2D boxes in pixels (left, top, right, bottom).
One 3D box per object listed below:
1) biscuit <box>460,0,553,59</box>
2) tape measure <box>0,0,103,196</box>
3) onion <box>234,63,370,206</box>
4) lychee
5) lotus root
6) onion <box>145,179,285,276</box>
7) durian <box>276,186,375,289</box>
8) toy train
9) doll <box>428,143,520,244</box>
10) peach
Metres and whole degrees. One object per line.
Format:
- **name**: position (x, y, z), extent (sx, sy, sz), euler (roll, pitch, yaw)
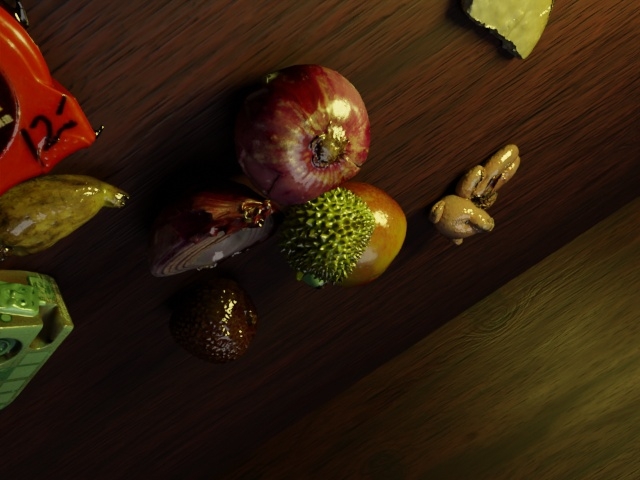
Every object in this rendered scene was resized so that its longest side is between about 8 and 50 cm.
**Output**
- **biscuit**: position (0.347, -0.421, 0.768), extent (0.290, 0.038, 0.141), euler (5, 133, -45)
- **tape measure**: position (-0.370, -0.135, 0.401), extent (0.253, 0.114, 0.260), euler (-45, 156, -25)
- **onion**: position (-0.030, -0.169, 0.664), extent (0.207, 0.200, 0.200), euler (-16, 149, 7)
- **lychee**: position (-0.227, 0.178, 0.962), extent (0.194, 0.194, 0.194), euler (-23, 148, -16)
- **lotus root**: position (-0.372, -0.046, 0.612), extent (0.191, 0.094, 0.108), euler (-31, -177, -22)
- **onion**: position (-0.167, -0.037, 0.724), extent (0.227, 0.120, 0.283), euler (-20, 174, -41)
- **durian**: position (0.003, -0.014, 0.736), extent (0.159, 0.146, 0.198), euler (-60, -165, -18)
- **toy train**: position (-0.555, 0.183, 0.730), extent (0.326, 0.129, 0.159), euler (-45, 153, 18)
- **doll**: position (0.441, -0.112, 1.182), extent (0.303, 0.156, 0.201), euler (-45, 140, 12)
- **peach**: position (0.068, -0.013, 0.924), extent (0.231, 0.231, 0.231), euler (-23, 148, -16)
